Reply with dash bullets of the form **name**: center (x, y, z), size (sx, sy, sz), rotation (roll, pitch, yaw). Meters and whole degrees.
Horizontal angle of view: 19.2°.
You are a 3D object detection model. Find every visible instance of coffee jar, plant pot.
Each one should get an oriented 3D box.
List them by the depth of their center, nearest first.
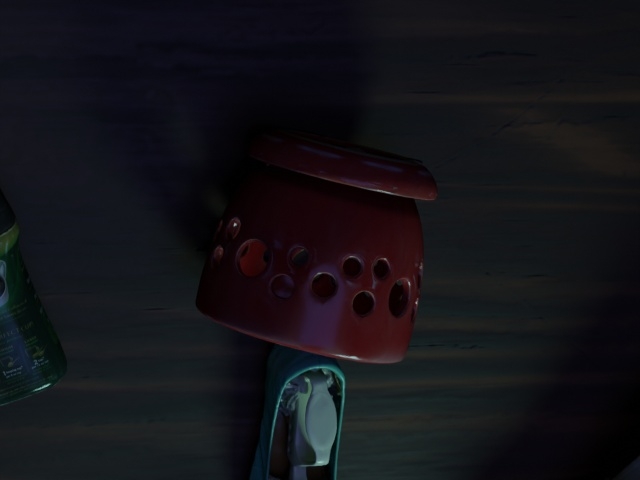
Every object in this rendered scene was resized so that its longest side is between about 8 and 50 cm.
- **coffee jar**: center (-0.288, 0.045, 1.622), size (0.096, 0.079, 0.184), rotation (-18, 111, -7)
- **plant pot**: center (0.000, 0.000, 1.636), size (0.191, 0.191, 0.174), rotation (10, 97, -18)

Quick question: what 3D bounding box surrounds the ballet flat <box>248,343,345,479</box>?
- **ballet flat**: center (-0.020, 0.207, 1.743), size (0.083, 0.087, 0.247), rotation (-2, 107, -16)

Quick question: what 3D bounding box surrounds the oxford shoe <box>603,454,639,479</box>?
- **oxford shoe**: center (0.272, 0.321, 1.849), size (0.130, 0.169, 0.449), rotation (45, 101, 21)
